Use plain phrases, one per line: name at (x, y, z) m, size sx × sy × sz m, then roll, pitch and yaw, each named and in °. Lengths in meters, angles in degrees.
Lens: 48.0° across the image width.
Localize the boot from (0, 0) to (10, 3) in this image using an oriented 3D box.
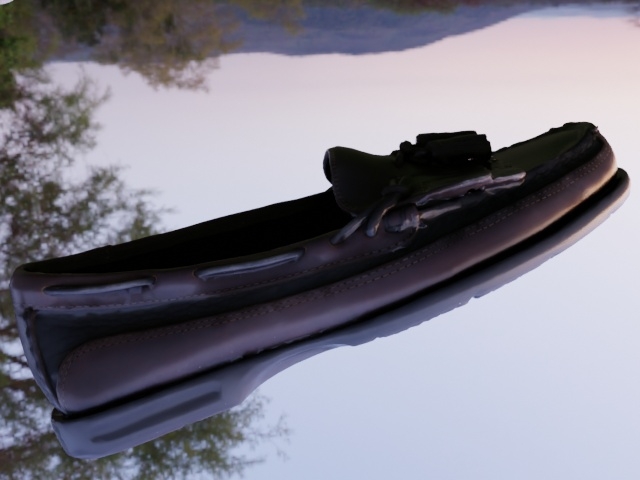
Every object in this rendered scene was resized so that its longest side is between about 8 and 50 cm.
boot at (-0.356, -0.334, 0.709) m, size 0.069 × 0.190 × 0.086 m, roll -27°, pitch -125°, yaw -15°

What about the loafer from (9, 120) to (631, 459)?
loafer at (0.000, 0.000, 0.343) m, size 0.303 × 0.095 × 0.109 m, roll -25°, pitch -170°, yaw -3°
